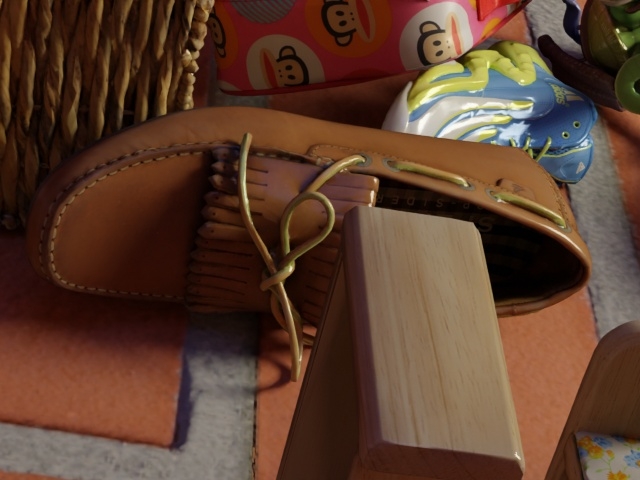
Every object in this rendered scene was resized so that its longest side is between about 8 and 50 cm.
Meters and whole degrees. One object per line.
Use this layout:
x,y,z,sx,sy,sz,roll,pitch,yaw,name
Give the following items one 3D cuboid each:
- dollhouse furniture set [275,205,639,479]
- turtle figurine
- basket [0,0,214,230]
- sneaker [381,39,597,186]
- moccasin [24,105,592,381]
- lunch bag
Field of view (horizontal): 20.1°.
0.181,0.159,0.891,0.394,0.256,0.362,8,35,-9,dollhouse furniture set
0.308,-0.179,1.428,0.275,0.198,0.266,17,10,15,turtle figurine
-0.193,-0.181,1.199,0.213,0.299,0.223,2,39,-16,basket
0.139,-0.085,1.367,0.126,0.091,0.240,29,36,19,sneaker
-0.001,0.003,1.168,0.380,0.139,0.147,7,25,-27,moccasin
0.068,-0.208,1.403,0.258,0.120,0.293,-2,23,28,lunch bag
